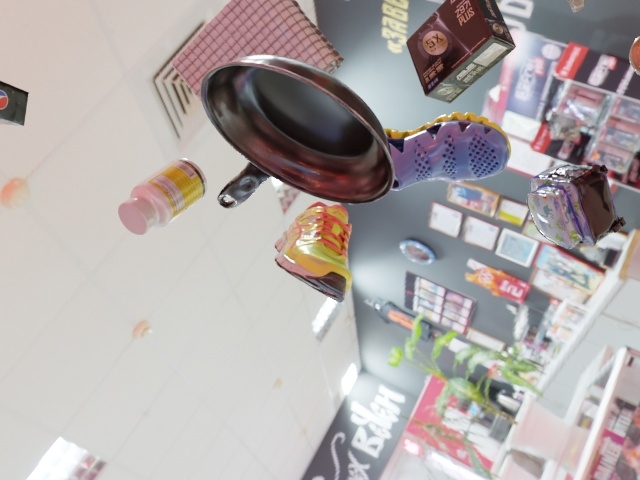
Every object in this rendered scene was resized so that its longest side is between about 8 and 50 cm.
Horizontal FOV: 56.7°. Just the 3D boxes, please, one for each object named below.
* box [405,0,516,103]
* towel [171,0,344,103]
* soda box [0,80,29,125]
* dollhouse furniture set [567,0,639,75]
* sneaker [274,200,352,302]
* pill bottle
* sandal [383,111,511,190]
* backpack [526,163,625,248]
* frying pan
[{"bbox_3d":[0.271,-0.387,1.172,0.078,0.147,0.180,5,-29,-37],"label":"box"},{"bbox_3d":[-0.127,-0.362,1.226,0.284,0.235,0.121,-38,4,24],"label":"towel"},{"bbox_3d":[-0.511,-0.216,0.864,0.169,0.053,0.060,15,-98,-72],"label":"soda box"},{"bbox_3d":[0.232,-0.287,0.387,0.174,0.303,0.355,-25,-9,22],"label":"dollhouse furniture set"},{"bbox_3d":[0.000,0.000,0.693,0.094,0.081,0.208,-54,20,6],"label":"sneaker"},{"bbox_3d":[-0.208,-0.057,0.781,0.116,0.065,0.065,-47,-26,-45],"label":"pill bottle"},{"bbox_3d":[0.153,-0.129,0.990,0.138,0.317,0.126,-60,-41,-42],"label":"sandal"},{"bbox_3d":[0.329,-0.049,0.798,0.084,0.105,0.114,-27,17,-2],"label":"backpack"},{"bbox_3d":[-0.023,-0.079,0.611,0.053,0.197,0.326,-63,-5,-19],"label":"frying pan"}]
